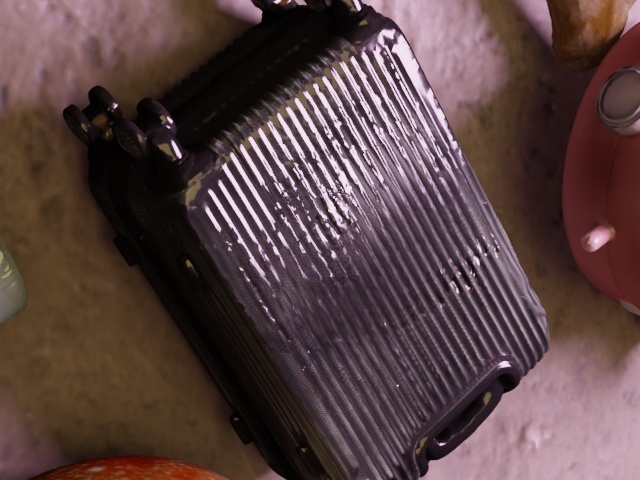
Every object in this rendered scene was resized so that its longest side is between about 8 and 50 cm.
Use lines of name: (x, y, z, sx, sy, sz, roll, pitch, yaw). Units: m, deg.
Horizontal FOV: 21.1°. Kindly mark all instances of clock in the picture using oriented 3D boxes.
clock: (0.272, -0.050, 1.180, 0.241, 0.142, 0.227, 32, 80, -47)

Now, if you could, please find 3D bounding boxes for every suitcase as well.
suitcase: (0.000, 0.000, 1.050, 0.202, 0.128, 0.312, -41, 117, -20)

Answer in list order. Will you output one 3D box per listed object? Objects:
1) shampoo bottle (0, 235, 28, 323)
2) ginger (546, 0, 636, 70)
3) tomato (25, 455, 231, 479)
shampoo bottle: (-0.256, 0.055, 0.949, 0.190, 0.041, 0.069, -33, 119, -24)
ginger: (0.123, -0.246, 1.101, 0.148, 0.081, 0.334, -31, 117, 3)
tomato: (-0.103, 0.264, 0.976, 0.270, 0.222, 0.270, -6, 103, -28)
